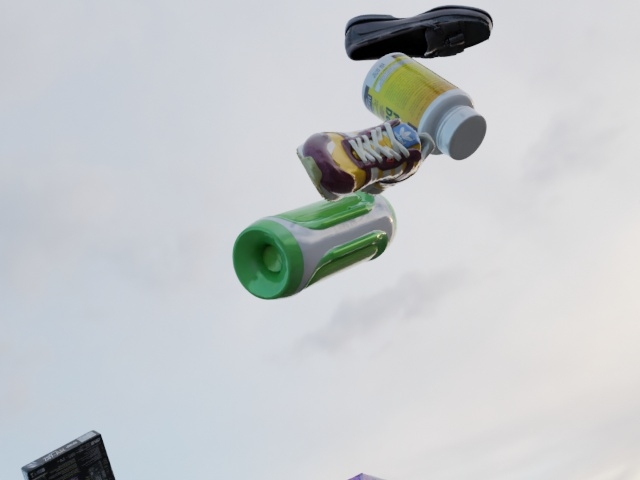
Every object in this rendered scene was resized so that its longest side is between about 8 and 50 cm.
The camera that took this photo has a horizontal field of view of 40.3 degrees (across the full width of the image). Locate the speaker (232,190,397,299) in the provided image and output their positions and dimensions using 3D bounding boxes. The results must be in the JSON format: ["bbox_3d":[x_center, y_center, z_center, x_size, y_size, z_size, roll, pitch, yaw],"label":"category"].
[{"bbox_3d":[0.000,0.000,1.344,0.296,0.131,0.131,-21,-23,-52],"label":"speaker"}]

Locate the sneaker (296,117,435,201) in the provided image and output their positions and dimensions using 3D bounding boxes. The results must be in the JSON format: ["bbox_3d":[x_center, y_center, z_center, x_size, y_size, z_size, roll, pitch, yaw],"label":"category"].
[{"bbox_3d":[0.047,-0.085,0.829,0.083,0.070,0.185,-32,-7,25],"label":"sneaker"}]

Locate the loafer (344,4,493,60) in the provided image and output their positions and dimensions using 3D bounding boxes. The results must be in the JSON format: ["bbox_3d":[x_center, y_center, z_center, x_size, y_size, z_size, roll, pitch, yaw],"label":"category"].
[{"bbox_3d":[0.196,-0.402,1.761,0.302,0.095,0.109,-1,-41,10],"label":"loafer"}]

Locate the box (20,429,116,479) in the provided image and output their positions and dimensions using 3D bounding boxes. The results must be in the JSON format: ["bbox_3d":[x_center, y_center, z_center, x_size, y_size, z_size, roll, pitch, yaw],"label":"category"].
[{"bbox_3d":[-0.255,0.243,0.891,0.083,0.018,0.067,-26,-69,-35],"label":"box"}]

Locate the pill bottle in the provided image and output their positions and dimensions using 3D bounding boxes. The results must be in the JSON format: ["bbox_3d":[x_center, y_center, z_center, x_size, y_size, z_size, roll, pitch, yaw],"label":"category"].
[{"bbox_3d":[0.174,-0.220,1.453,0.117,0.215,0.117,-25,-44,-26],"label":"pill bottle"}]

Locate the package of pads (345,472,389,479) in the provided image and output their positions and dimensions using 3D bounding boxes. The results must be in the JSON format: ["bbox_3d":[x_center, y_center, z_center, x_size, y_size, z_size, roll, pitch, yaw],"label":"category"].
[{"bbox_3d":[0.072,0.314,1.075,0.083,0.032,0.050,22,-40,-25],"label":"package of pads"}]
